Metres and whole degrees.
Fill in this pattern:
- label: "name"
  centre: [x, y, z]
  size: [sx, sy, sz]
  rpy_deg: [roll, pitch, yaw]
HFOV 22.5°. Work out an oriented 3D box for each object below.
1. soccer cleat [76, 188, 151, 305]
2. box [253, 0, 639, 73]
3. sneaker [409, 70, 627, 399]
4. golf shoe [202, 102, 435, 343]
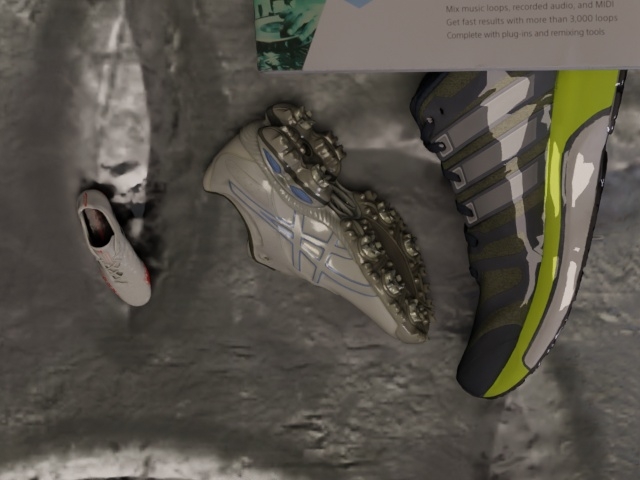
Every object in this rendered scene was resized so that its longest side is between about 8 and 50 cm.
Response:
- label: "soccer cleat"
  centre: [-0.131, 0.007, 1.009]
  size: [0.029, 0.035, 0.083]
  rpy_deg: [-21, 108, 6]
- label: "box"
  centre: [0.069, -0.250, 0.851]
  size: [0.232, 0.058, 0.322]
  rpy_deg: [1, 102, 24]
- label: "sneaker"
  centre: [0.111, -0.049, 0.969]
  size: [0.121, 0.111, 0.299]
  rpy_deg: [12, 105, 10]
- label: "golf shoe"
  centre: [0.000, 0.000, 1.004]
  size: [0.086, 0.069, 0.176]
  rpy_deg: [-30, 105, 30]
